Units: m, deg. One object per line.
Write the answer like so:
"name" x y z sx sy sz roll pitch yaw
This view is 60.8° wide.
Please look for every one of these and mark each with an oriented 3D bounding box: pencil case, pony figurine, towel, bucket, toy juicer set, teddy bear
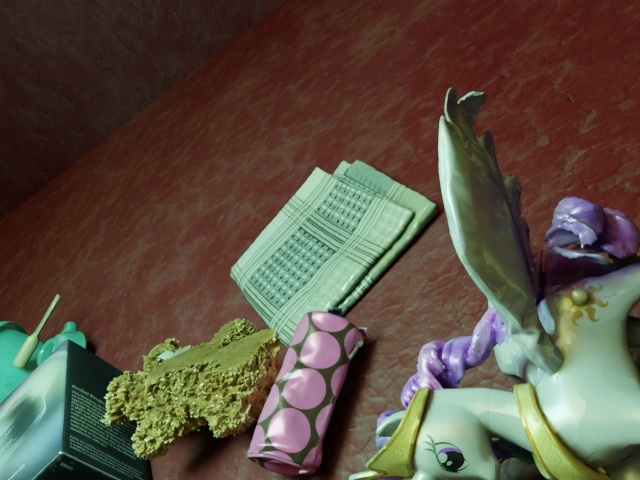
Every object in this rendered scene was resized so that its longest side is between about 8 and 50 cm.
"pencil case" -0.012 0.192 0.696 0.098 0.095 0.209 12 59 18
"pony figurine" 0.211 0.074 0.454 0.363 0.303 0.351 -5 56 25
"towel" 0.000 0.000 0.924 0.324 0.056 0.312 -46 32 -4
"bucket" -0.832 0.329 1.352 0.281 0.183 0.281 -29 36 23
"toy juicer set" -0.607 0.295 1.237 0.209 0.089 0.329 -50 43 2
"teddy bear" -0.186 0.220 0.820 0.337 0.113 0.245 -18 17 21

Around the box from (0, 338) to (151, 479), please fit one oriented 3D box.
"box" -0.452 0.376 0.886 0.296 0.183 0.294 -44 31 -1
